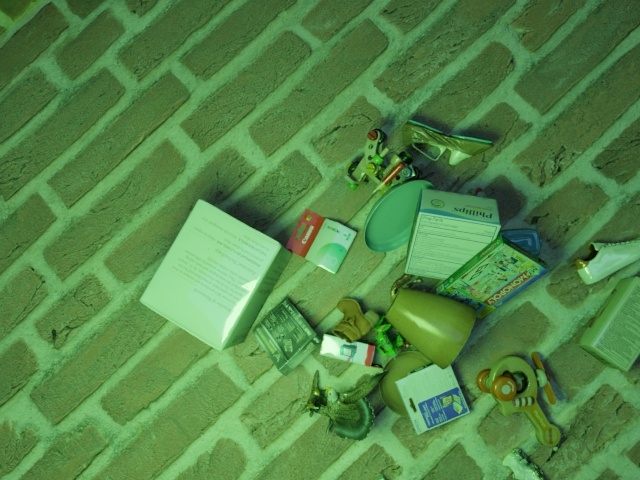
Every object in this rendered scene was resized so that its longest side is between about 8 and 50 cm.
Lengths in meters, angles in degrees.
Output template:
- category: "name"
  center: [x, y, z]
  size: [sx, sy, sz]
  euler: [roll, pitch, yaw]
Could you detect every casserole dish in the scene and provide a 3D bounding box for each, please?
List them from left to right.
- category: "casserole dish"
  center: [0.732, 0.011, 1.855]
  size: [0.188, 0.037, 0.114]
  euler: [-4, 82, 4]

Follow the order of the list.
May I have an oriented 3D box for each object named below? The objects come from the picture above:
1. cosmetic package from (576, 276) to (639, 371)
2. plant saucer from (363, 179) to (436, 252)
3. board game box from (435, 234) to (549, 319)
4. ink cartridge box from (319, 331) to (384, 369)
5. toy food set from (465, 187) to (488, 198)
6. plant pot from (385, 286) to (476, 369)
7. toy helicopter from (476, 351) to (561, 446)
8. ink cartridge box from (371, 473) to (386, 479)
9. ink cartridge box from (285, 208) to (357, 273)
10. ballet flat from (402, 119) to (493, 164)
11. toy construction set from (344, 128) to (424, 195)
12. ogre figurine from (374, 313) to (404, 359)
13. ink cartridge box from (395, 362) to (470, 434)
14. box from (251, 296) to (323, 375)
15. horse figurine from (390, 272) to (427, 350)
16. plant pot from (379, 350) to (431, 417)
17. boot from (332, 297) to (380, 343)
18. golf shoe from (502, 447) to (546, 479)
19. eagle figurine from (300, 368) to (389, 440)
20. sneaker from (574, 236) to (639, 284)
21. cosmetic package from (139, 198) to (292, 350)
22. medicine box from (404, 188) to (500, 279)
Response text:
- category: "cosmetic package"
  center: [1.061, 0.290, 1.749]
  size: [0.153, 0.129, 0.296]
  euler: [37, 87, 9]
- category: "plant saucer"
  center: [0.276, -0.091, 1.783]
  size: [0.317, 0.317, 0.044]
  euler: [-39, 53, -2]
- category: "board game box"
  center: [0.579, 0.134, 1.707]
  size: [0.213, 0.046, 0.317]
  euler: [28, 129, -17]
- category: "ink cartridge box"
  center: [0.119, 0.395, 1.794]
  size: [0.231, 0.134, 0.078]
  euler: [13, 83, 5]
- category: "toy food set"
  center: [0.590, -0.159, 1.895]
  size: [0.083, 0.020, 0.082]
  euler: [44, 87, 9]
- category: "plant pot"
  center: [0.360, 0.270, 1.708]
  size: [0.254, 0.237, 0.237]
  euler: [30, 85, 6]
- category: "toy helicopter"
  center: [0.738, 0.557, 1.755]
  size: [0.235, 0.140, 0.355]
  euler: [-34, 92, -10]
- category: "ink cartridge box"
  center: [0.215, 0.913, 1.757]
  size: [0.099, 0.056, 0.135]
  euler: [-32, 81, 0]
- category: "ink cartridge box"
  center: [0.000, 0.000, 1.898]
  size: [0.224, 0.056, 0.181]
  euler: [27, 85, 5]
- category: "ballet flat"
  center: [0.471, -0.358, 1.894]
  size: [0.342, 0.116, 0.124]
  euler: [16, 104, 6]
- category: "toy construction set"
  center: [0.206, -0.233, 1.802]
  size: [0.257, 0.309, 0.237]
  euler: [41, 112, -6]
- category: "ogre figurine"
  center: [0.232, 0.344, 1.779]
  size: [0.096, 0.197, 0.118]
  euler: [-31, 103, -11]
- category: "ink cartridge box"
  center: [0.391, 0.547, 1.766]
  size: [0.208, 0.045, 0.206]
  euler: [-22, 88, -4]
- category: "box"
  center: [-0.123, 0.341, 1.795]
  size: [0.183, 0.056, 0.231]
  euler: [-45, 44, -3]
- category: "horse figurine"
  center: [0.328, 0.249, 1.835]
  size: [0.174, 0.066, 0.263]
  euler: [-24, 87, -3]
- category: "plant pot"
  center: [0.326, 0.515, 1.804]
  size: [0.236, 0.032, 0.236]
  euler: [0, 88, -2]
- category: "boot"
  center: [0.094, 0.284, 1.778]
  size: [0.152, 0.197, 0.073]
  euler: [-34, 123, -33]
- category: "golf shoe"
  center: [0.716, 0.812, 1.744]
  size: [0.176, 0.069, 0.086]
  euler: [46, 107, 11]
- category: "eagle figurine"
  center: [0.086, 0.555, 1.706]
  size: [0.298, 0.225, 0.226]
  euler: [-6, 75, 24]
- category: "sneaker"
  center: [1.054, 0.036, 1.794]
  size: [0.290, 0.106, 0.123]
  euler: [-31, 84, 1]
- category: "cosmetic package"
  center: [-0.347, 0.125, 1.764]
  size: [0.327, 0.329, 0.394]
  euler: [29, 86, 7]
- category: "medicine box"
  center: [0.450, -0.010, 1.740]
  size: [0.263, 0.289, 0.149]
  euler: [10, 41, 6]
